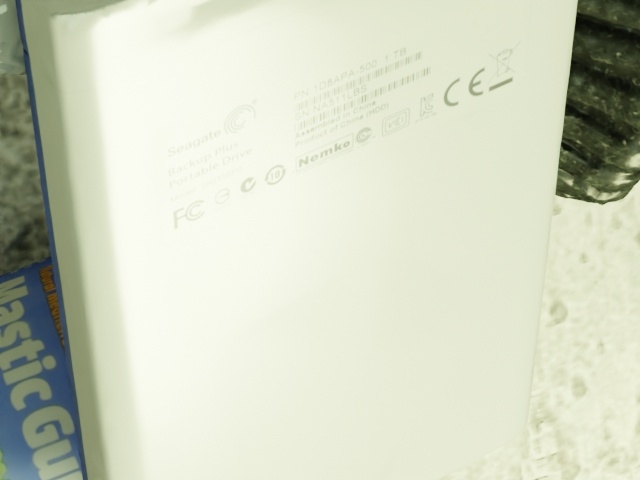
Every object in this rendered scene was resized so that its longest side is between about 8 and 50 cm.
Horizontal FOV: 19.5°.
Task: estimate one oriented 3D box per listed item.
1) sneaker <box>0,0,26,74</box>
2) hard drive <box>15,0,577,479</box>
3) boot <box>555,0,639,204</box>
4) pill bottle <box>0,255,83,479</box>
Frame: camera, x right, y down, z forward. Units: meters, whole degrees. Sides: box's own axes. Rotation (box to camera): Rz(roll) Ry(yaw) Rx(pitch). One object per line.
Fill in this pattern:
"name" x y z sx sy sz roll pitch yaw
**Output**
"sneaker" -0.196 -0.206 0.593 0.366 0.137 0.210 26 113 -6
"hard drive" 0.000 0.000 0.711 0.210 0.040 0.319 -24 139 -23
"boot" 0.030 -0.165 0.739 0.260 0.131 0.348 3 135 -2
"pill bottle" -0.090 0.073 0.878 0.272 0.152 0.152 -22 129 -6
